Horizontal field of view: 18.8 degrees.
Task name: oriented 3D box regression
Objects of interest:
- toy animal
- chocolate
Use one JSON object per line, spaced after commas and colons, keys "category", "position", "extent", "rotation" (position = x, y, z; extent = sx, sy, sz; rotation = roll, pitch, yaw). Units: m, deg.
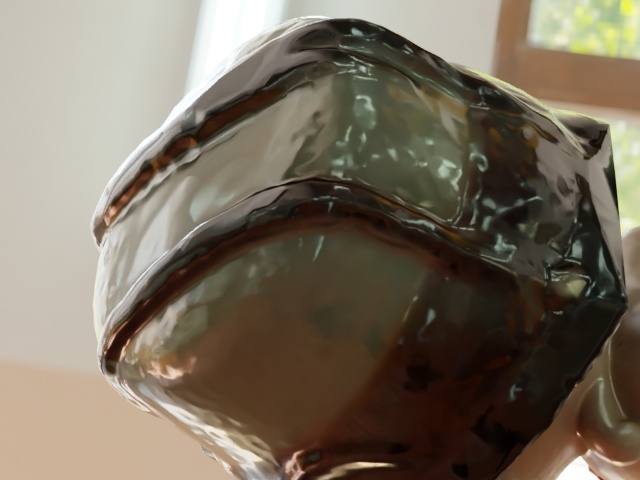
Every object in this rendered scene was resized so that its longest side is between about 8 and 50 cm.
{"category": "toy animal", "position": [0.168, 0.082, 1.088], "extent": [0.197, 0.171, 0.171], "rotation": [-4, -14, -8]}
{"category": "chocolate", "position": [0.000, 0.000, 1.003], "extent": [0.283, 0.284, 0.186], "rotation": [-7, -38, 46]}
